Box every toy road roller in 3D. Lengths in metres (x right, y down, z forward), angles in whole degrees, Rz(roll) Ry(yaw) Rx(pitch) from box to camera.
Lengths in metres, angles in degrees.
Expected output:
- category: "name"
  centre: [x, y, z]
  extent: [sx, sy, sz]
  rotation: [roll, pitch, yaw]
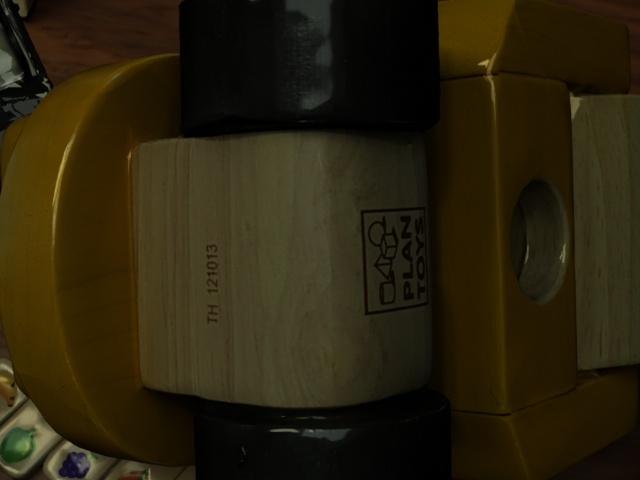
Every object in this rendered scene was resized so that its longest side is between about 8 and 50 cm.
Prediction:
- category: "toy road roller"
  centre: [0.000, 0.000, 0.509]
  extent: [0.241, 0.329, 0.202]
  rotation: [0, 94, 40]

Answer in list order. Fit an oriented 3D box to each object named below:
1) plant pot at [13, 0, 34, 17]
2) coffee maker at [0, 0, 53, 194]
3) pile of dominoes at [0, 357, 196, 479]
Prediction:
- category: "plant pot"
  centre: [-0.213, -0.222, 0.671]
  extent: [0.109, 0.109, 0.096]
  rotation: [18, 54, 6]
- category: "coffee maker"
  centre: [-0.215, -0.026, 0.569]
  extent: [0.178, 0.120, 0.171]
  rotation: [-23, 69, -12]
- category: "pile of dominoes"
  centre: [-0.141, 0.157, 0.532]
  extent: [0.251, 0.040, 0.196]
  rotation: [18, 66, 5]
